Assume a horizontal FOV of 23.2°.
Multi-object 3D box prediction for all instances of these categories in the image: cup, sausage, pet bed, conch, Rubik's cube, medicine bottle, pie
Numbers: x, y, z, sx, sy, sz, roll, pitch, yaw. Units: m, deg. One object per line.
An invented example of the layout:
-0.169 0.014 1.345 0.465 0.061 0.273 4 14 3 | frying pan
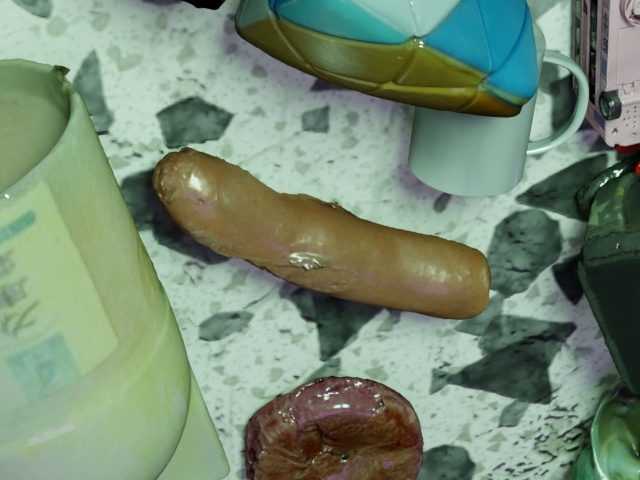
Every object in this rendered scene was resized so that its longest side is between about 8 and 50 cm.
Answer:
0.142 -0.119 1.288 0.136 0.099 0.133 -20 131 -32 | cup
0.000 0.002 1.344 0.326 0.079 0.087 18 130 -22 | sausage
0.339 0.018 1.398 0.183 0.159 0.211 -10 130 27 | pet bed
0.325 0.225 1.553 0.176 0.122 0.188 43 106 -11 | conch
0.031 -0.219 1.168 0.254 0.254 0.254 -6 126 -9 | Rubik's cube
-0.233 0.084 1.249 0.235 0.236 0.406 -18 125 0 | medicine bottle
0.015 0.204 1.509 0.182 0.049 0.182 -3 125 -5 | pie

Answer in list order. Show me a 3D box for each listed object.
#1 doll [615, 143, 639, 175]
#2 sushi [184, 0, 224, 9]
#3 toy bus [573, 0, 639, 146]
0.324 -0.121 1.323 0.057 0.109 0.169 34 104 -28 | doll
-0.073 -0.278 1.090 0.126 0.136 0.225 30 117 -5 | sushi
0.244 -0.178 1.265 0.063 0.090 0.203 -13 127 -11 | toy bus
